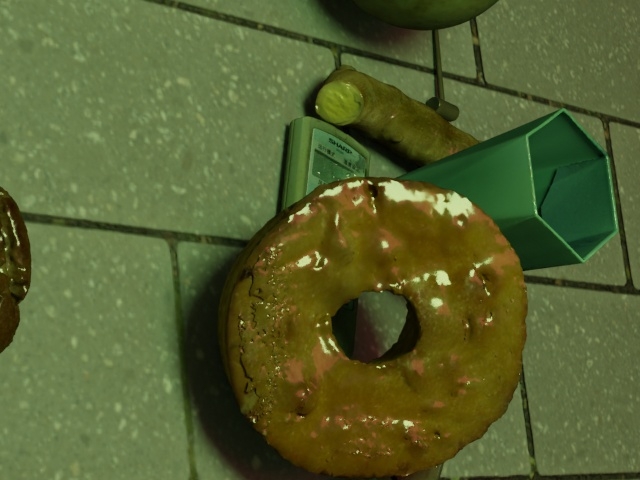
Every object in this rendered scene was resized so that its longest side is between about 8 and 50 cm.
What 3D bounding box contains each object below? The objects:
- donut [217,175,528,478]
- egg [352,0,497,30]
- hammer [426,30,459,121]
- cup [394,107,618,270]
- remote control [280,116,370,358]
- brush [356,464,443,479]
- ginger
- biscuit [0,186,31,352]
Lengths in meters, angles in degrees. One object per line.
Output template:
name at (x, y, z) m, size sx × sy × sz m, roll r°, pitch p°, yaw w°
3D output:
donut at (0.036, 0.071, 1.426) m, size 0.277 × 0.108 × 0.278 m, roll -3°, pitch 99°, yaw -19°
egg at (0.111, -0.339, 1.652) m, size 0.218 × 0.218 × 0.295 m, roll 51°, pitch 31°, yaw -24°
hammer at (0.129, -0.183, 1.772) m, size 0.035 × 0.019 × 0.110 m, roll 20°, pitch 57°, yaw -44°
cup at (0.148, -0.031, 1.569) m, size 0.134 × 0.235 × 0.148 m, roll 13°, pitch 70°, yaw -46°
remote control at (0.000, 0.000, 1.543) m, size 0.098 × 0.038 × 0.234 m, roll 29°, pitch 56°, yaw -40°
brush at (0.099, 0.146, 1.597) m, size 0.070 × 0.065 × 0.327 m, roll 48°, pitch 36°, yaw -17°
ginger at (0.105, -0.101, 1.669) m, size 0.298 × 0.065 × 0.118 m, roll 28°, pitch 27°, yaw -40°
biscuit at (-0.302, 0.007, 1.194) m, size 0.226 × 0.042 × 0.226 m, roll 21°, pitch 61°, yaw -44°
